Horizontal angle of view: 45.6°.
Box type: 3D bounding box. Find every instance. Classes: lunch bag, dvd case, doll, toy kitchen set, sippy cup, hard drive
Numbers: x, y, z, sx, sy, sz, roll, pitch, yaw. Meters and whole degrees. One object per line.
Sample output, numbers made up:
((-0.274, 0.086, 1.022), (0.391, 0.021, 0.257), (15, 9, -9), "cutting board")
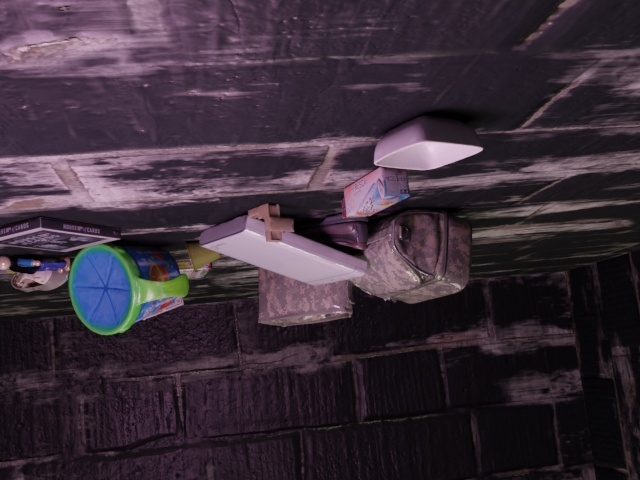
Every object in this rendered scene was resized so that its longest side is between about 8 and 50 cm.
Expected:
((-0.027, 0.113, 2.173), (0.286, 0.236, 0.169), (-11, 164, 32), "lunch bag")
((-0.594, -0.011, 1.700), (0.179, 0.030, 0.238), (-11, 170, 27), "dvd case")
((0.206, 0.034, 1.983), (0.255, 0.213, 0.305), (18, 160, -26), "lunch bag")
((-0.764, 0.065, 2.009), (0.129, 0.046, 0.189), (-15, 168, 39), "doll")
((-0.109, -0.033, 1.696), (0.068, 0.083, 0.075), (3, 167, -42), "toy kitchen set")
((-0.491, 0.111, 1.986), (0.224, 0.305, 0.240), (-10, 135, -60), "sippy cup")
((-0.092, 0.032, 1.889), (0.353, 0.047, 0.233), (22, 158, -31), "hard drive")

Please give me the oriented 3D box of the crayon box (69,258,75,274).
((-0.642, 0.109, 2.244), (0.165, 0.081, 0.278), (-3, 171, -14), "crayon box")

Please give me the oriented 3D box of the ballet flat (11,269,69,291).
((-0.809, 0.109, 2.185), (0.213, 0.072, 0.068), (-13, 158, 33), "ballet flat")

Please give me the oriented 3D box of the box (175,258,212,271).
((-0.411, 0.091, 2.420), (0.114, 0.036, 0.207), (-3, 170, -15), "box")

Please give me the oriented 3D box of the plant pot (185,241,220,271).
((-0.311, 0.032, 2.033), (0.079, 0.083, 0.083), (-18, 173, -9), "plant pot")

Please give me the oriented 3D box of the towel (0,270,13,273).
((-0.893, 0.085, 2.159), (0.060, 0.010, 0.083), (-2, 170, -17), "towel")

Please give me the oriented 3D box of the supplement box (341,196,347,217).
((0.079, -0.078, 1.663), (0.054, 0.043, 0.083), (-3, 170, -8), "supplement box")

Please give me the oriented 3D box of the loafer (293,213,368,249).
((0.000, 0.000, 1.930), (0.109, 0.095, 0.302), (2, 168, -44), "loafer")

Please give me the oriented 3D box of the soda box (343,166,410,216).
((0.108, -0.095, 1.515), (0.058, 0.063, 0.183), (-3, 170, -22), "soda box")

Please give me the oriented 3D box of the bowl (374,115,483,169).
((0.167, -0.156, 1.210), (0.142, 0.053, 0.142), (0, 169, -35), "bowl")

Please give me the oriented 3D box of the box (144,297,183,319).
((-0.607, 0.193, 2.515), (0.289, 0.087, 0.169), (-2, -167, 45), "box")
